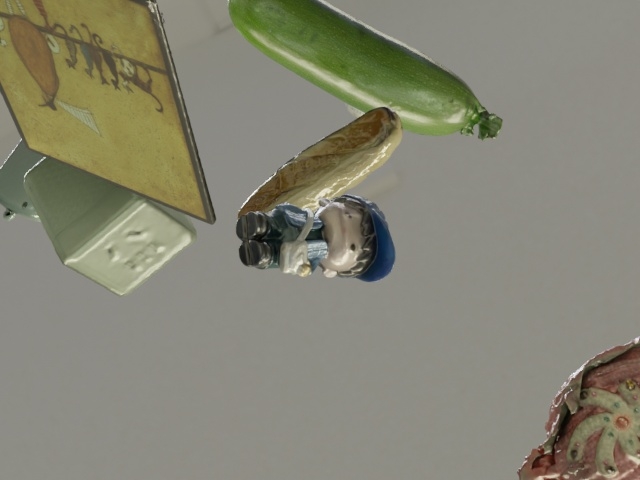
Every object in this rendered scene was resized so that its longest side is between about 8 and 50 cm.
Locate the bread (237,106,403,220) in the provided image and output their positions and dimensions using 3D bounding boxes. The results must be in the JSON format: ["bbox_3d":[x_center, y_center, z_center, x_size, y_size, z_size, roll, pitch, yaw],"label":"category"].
[{"bbox_3d":[0.003,-0.071,1.382,0.214,0.053,0.073,-35,-135,12],"label":"bread"}]

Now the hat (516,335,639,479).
[{"bbox_3d":[0.353,0.255,1.498,0.286,0.236,0.107,-31,173,38],"label":"hat"}]

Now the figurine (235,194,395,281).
[{"bbox_3d":[-0.005,0.002,1.019,0.136,0.077,0.079,-5,170,-24],"label":"figurine"}]

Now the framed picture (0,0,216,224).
[{"bbox_3d":[-0.236,-0.156,1.242,0.255,0.338,0.014,22,-118,19],"label":"framed picture"}]

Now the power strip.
[{"bbox_3d":[-0.285,-0.062,1.632,0.139,0.140,0.224,-40,-125,9],"label":"power strip"}]

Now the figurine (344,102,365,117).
[{"bbox_3d":[0.082,-0.259,2.212,0.114,0.114,0.079,15,-123,47],"label":"figurine"}]

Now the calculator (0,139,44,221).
[{"bbox_3d":[-0.422,-0.133,1.964,0.141,0.045,0.246,24,-106,36],"label":"calculator"}]

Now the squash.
[{"bbox_3d":[0.055,-0.209,1.512,0.101,0.379,0.101,-52,-156,34],"label":"squash"}]
